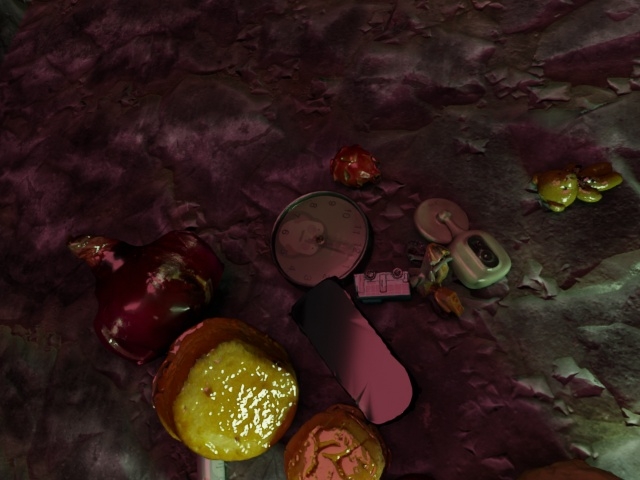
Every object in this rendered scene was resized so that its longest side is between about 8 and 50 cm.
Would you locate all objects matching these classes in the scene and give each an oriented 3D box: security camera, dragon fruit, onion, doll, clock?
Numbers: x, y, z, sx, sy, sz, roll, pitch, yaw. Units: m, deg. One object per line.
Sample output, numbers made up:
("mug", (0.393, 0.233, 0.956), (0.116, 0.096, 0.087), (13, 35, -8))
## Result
("security camera", (0.376, -0.011, 1.243), (0.157, 0.080, 0.302), (-24, 63, -18))
("dragon fruit", (0.104, -0.225, 1.395), (0.165, 0.133, 0.136), (27, 73, 25))
("onion", (-0.513, 0.110, 1.300), (0.420, 0.398, 0.398), (37, 83, -9))
("doll", (0.683, -0.161, 1.218), (0.209, 0.097, 0.137), (-20, 60, 3))
("clock", (0.001, -0.001, 1.381), (0.318, 0.066, 0.319), (-5, 69, 14))

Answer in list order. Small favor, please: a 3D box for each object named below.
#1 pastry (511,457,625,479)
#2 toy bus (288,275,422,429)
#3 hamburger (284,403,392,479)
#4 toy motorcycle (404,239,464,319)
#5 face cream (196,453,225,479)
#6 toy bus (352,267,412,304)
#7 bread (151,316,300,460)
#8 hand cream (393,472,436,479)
("pastry", (0.500, 0.620, 0.864), (0.388, 0.312, 0.389), (-10, 69, 26))
("toy bus", (0.101, 0.288, 1.188), (0.171, 0.162, 0.386), (-40, 64, 2))
("hamburger", (0.042, 0.528, 1.118), (0.244, 0.163, 0.245), (-6, 67, 15))
("toy motorcycle", (0.300, 0.099, 1.186), (0.094, 0.129, 0.229), (-29, 93, -37))
("face cream", (-0.296, 0.612, 1.239), (0.075, 0.075, 0.230), (-14, 68, 12))
("toy bus", (0.172, 0.129, 1.273), (0.160, 0.079, 0.092), (-4, 71, 14))
("bread", (-0.230, 0.378, 1.169), (0.358, 0.204, 0.337), (30, 74, -17))
("hand cream", (0.218, 0.639, 1.046), (0.192, 0.125, 0.193), (-6, 70, 17))
